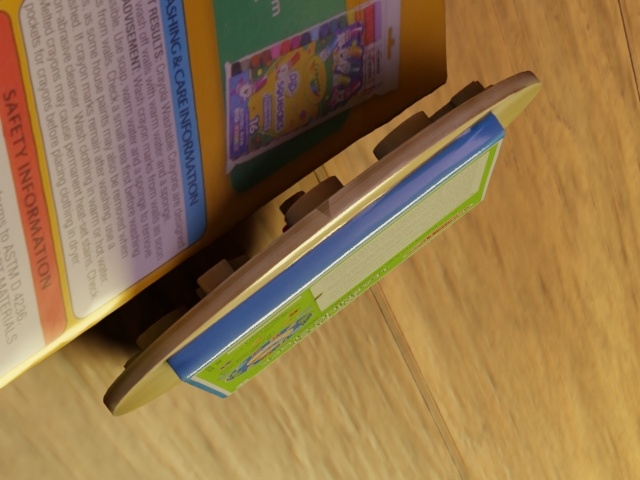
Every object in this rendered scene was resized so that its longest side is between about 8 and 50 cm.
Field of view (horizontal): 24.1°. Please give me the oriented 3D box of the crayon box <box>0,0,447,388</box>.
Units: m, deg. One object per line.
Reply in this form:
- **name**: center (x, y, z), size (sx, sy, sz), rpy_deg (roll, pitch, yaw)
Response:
- **crayon box**: center (-0.086, -0.082, 0.465), size (0.323, 0.083, 0.203), rpy_deg (-36, 134, -39)

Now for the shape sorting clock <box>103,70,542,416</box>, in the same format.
- **shape sorting clock**: center (0.000, 0.000, 0.580), size (0.206, 0.040, 0.206), rpy_deg (-37, 171, -7)
